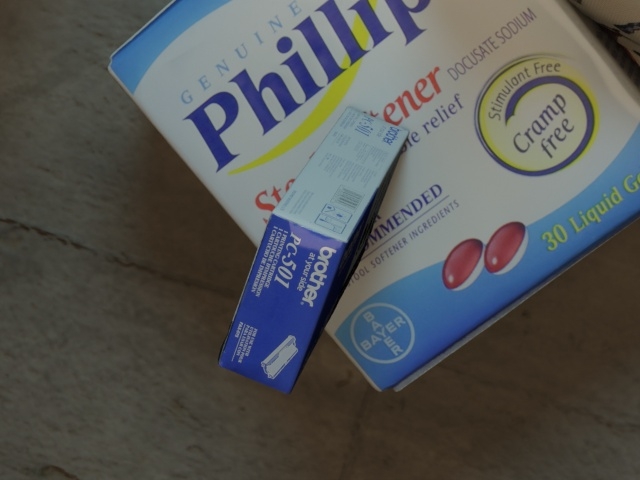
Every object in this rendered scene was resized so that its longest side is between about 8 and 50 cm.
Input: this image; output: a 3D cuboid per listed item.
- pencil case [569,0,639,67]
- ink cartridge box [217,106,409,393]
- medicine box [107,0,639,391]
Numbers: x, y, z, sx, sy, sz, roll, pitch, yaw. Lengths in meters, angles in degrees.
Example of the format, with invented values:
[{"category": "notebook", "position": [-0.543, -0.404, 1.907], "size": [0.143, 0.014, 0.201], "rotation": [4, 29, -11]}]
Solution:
[{"category": "pencil case", "position": [0.235, -0.160, 1.036], "size": [0.410, 0.183, 0.160], "rotation": [38, 87, -29]}, {"category": "ink cartridge box", "position": [0.000, 0.000, 1.030], "size": [0.046, 0.207, 0.097], "rotation": [22, 113, 4]}, {"category": "medicine box", "position": [0.060, -0.099, 1.175], "size": [0.263, 0.149, 0.289], "rotation": [-37, 98, 22]}]
